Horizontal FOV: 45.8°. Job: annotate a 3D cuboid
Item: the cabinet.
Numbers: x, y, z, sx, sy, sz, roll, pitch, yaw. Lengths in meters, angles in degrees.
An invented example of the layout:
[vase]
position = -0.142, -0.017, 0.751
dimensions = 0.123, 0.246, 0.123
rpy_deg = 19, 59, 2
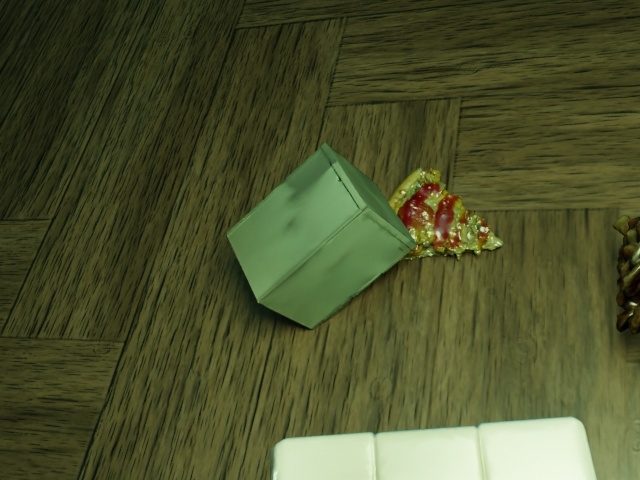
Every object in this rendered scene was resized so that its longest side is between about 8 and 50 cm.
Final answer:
[cabinet]
position = 0.000, 0.000, 1.110
dimensions = 0.206, 0.150, 0.145
rpy_deg = -41, 50, 14

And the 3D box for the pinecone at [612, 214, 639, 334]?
[pinecone]
position = 0.476, 0.057, 0.882
dimensions = 0.309, 0.244, 0.244
rpy_deg = 37, 73, 25

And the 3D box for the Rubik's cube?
[Rubik's cube]
position = 0.118, 0.364, 0.720
dimensions = 0.292, 0.290, 0.291
rpy_deg = -7, 52, 5

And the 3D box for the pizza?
[pizza]
position = 0.180, -0.028, 1.149
dimensions = 0.199, 0.062, 0.188
rpy_deg = 15, 64, 27
